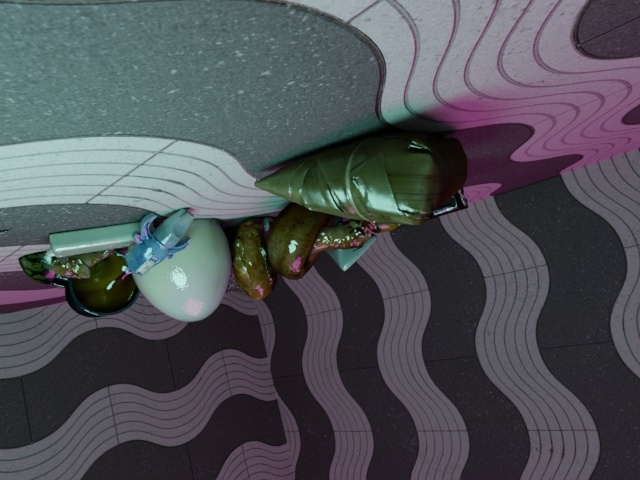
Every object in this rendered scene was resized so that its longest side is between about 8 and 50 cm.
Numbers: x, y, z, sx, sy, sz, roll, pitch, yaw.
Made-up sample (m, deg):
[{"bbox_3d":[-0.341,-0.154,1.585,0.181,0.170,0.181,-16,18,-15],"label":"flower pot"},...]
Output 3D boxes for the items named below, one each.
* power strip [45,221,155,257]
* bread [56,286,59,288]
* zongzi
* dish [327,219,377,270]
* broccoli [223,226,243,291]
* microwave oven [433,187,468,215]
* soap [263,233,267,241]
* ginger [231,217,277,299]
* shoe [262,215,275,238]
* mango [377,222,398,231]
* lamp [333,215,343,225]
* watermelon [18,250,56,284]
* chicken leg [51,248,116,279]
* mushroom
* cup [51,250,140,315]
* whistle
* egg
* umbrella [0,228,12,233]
[{"bbox_3d":[-0.646,-0.008,1.387,0.339,0.058,0.098,-10,171,-29],"label":"power strip"},{"bbox_3d":[-1.020,0.161,2.056,0.316,0.054,0.316,-14,175,-1],"label":"bread"},{"bbox_3d":[0.143,-0.195,1.242,0.467,0.218,0.500,11,-161,27],"label":"zongzi"},{"bbox_3d":[0.096,-0.005,1.778,0.182,0.080,0.243,-46,-156,3],"label":"dish"},{"bbox_3d":[-0.357,0.076,1.931,0.298,0.297,0.297,-14,-165,4],"label":"broccoli"},{"bbox_3d":[0.386,-0.167,1.660,0.248,0.178,0.188,-18,173,29],"label":"microwave oven"},{"bbox_3d":[-0.253,-0.010,2.150,0.122,0.065,0.203,-20,171,43],"label":"soap"},{"bbox_3d":[-0.254,0.081,1.733,0.165,0.321,0.172,-2,-165,14],"label":"ginger"},{"bbox_3d":[-0.191,-0.050,1.865,0.078,0.079,0.195,-1,169,4],"label":"shoe"},{"bbox_3d":[0.190,-0.107,1.772,0.251,0.114,0.156,16,-140,22],"label":"mango"},{"bbox_3d":[-0.014,-0.052,1.938,0.209,0.147,0.284,-15,176,-30],"label":"lamp"},{"bbox_3d":[-0.908,0.071,1.517,0.135,0.125,0.094,-33,-160,10],"label":"watermelon"},{"bbox_3d":[-0.778,0.068,1.508,0.196,0.125,0.080,-5,-152,-44],"label":"chicken leg"},{"bbox_3d":[-0.008,-0.005,1.623,0.356,0.334,0.331,20,-175,-11],"label":"mushroom"},{"bbox_3d":[-0.876,0.184,1.751,0.308,0.242,0.292,-13,176,-34],"label":"cup"},{"bbox_3d":[-0.491,0.005,1.379,0.269,0.093,0.180,-45,144,-1],"label":"whistle"},{"bbox_3d":[-0.484,0.124,1.635,0.355,0.339,0.354,-14,172,-2],"label":"egg"},{"bbox_3d":[-0.849,-0.006,1.136,0.149,0.022,0.022,-12,-161,-18],"label":"umbrella"}]
